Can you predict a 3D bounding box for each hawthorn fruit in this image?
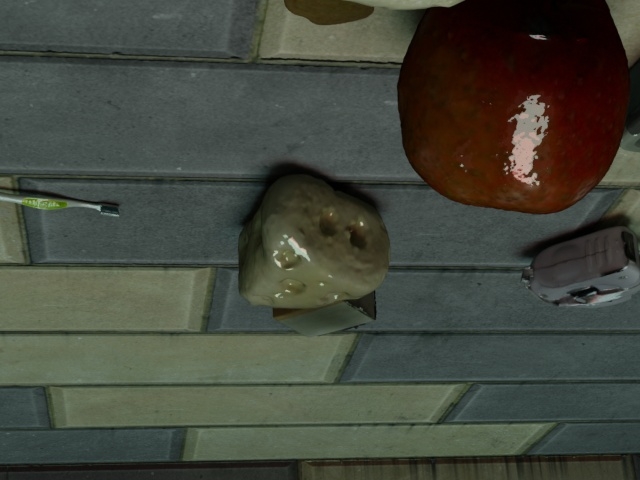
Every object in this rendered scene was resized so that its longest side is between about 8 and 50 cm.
[{"bbox_3d":[0.242,-0.205,1.422,0.285,0.284,0.369,2,141,-11],"label":"hawthorn fruit"}]

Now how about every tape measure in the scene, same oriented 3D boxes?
[{"bbox_3d":[0.495,0.059,2.193,0.236,0.120,0.197,-19,153,37],"label":"tape measure"}]

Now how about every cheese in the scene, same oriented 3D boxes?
[{"bbox_3d":[0.001,0.002,1.946,0.248,0.173,0.251,2,149,-9],"label":"cheese"}]

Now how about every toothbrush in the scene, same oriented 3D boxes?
[{"bbox_3d":[-0.446,-0.064,1.911,0.263,0.026,0.022,8,121,-22],"label":"toothbrush"}]

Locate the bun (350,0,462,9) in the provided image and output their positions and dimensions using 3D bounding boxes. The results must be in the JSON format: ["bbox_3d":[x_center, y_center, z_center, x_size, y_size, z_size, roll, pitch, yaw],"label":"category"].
[{"bbox_3d":[0.086,-0.376,1.105,0.360,0.211,0.359,-9,155,-4],"label":"bun"}]

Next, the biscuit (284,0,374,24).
[{"bbox_3d":[0.006,-0.344,1.359,0.183,0.047,0.320,-1,153,-13],"label":"biscuit"}]

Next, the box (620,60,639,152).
[{"bbox_3d":[0.530,-0.188,1.657,0.227,0.130,0.162,6,154,-18],"label":"box"}]

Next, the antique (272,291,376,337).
[{"bbox_3d":[0.004,0.073,2.121,0.152,0.146,0.148,-17,149,28],"label":"antique"}]
